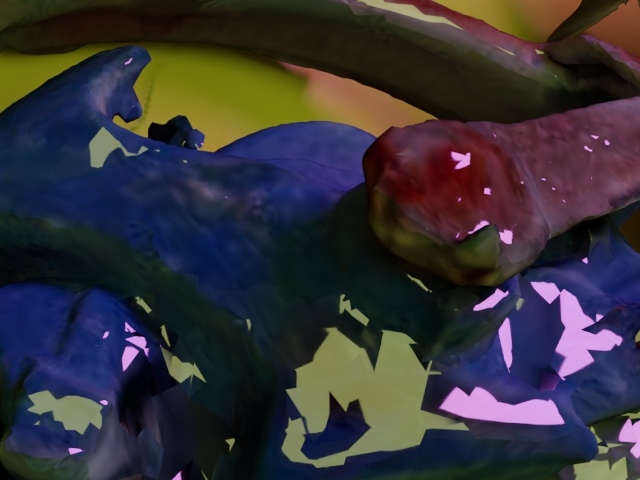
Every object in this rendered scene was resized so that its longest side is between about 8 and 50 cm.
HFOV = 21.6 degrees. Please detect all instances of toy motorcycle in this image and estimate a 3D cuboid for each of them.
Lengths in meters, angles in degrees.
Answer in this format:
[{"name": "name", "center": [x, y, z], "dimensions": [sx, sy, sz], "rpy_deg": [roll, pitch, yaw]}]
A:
[{"name": "toy motorcycle", "center": [-0.007, 0.017, 0.583], "dimensions": [0.319, 0.241, 0.182], "rpy_deg": [-1, 119, -27]}]

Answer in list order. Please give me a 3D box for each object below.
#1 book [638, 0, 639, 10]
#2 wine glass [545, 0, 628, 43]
[{"name": "book", "center": [0.343, -0.070, 0.746], "dimensions": [0.428, 0.039, 0.300], "rpy_deg": [-15, 104, -16]}, {"name": "wine glass", "center": [0.069, -0.214, 0.719], "dimensions": [0.074, 0.074, 0.262], "rpy_deg": [-27, 90, -32]}]
